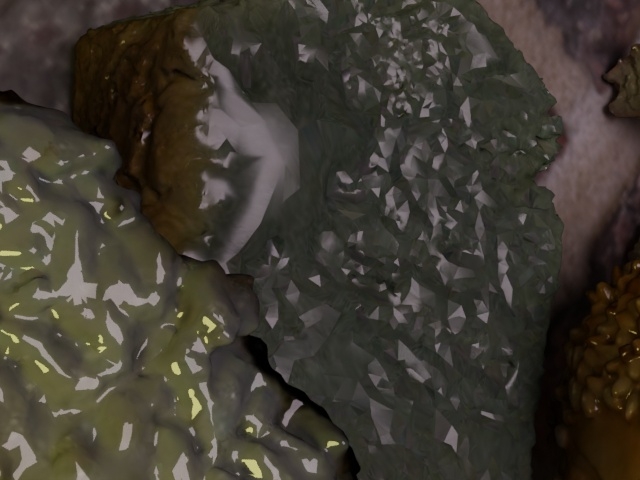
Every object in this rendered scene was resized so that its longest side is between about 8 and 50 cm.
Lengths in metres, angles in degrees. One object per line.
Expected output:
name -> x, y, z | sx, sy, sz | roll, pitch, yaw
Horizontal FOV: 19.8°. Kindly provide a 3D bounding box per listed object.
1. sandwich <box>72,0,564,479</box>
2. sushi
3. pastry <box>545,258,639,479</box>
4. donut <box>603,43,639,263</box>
sandwich -> -0.001, 0.000, 0.956 | 0.262, 0.131, 0.325 | 14, 73, -31
sushi -> -0.099, 0.098, 0.727 | 0.196, 0.182, 0.343 | -39, 96, -16
pastry -> 0.205, 0.104, 1.007 | 0.255, 0.162, 0.311 | -70, 165, 13
donut -> 0.243, -0.048, 1.172 | 0.117, 0.065, 0.166 | 10, 78, -32
